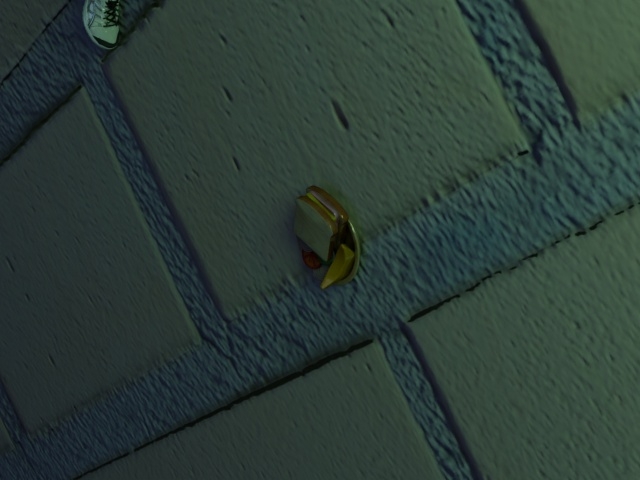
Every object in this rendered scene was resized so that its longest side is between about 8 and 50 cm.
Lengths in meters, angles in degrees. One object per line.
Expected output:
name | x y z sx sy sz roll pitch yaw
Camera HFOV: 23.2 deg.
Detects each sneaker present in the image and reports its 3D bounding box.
sneaker | -0.191 -0.209 1.378 0.037 0.032 0.083 10 116 49

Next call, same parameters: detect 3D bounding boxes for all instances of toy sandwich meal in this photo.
toy sandwich meal | 0.000 0.000 1.244 0.085 0.029 0.085 27 128 42
